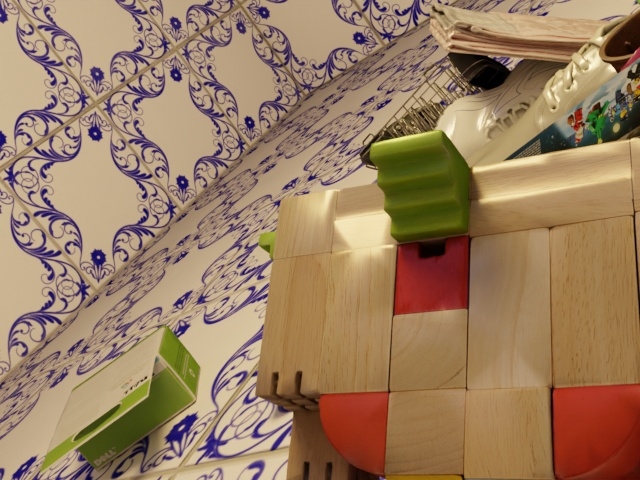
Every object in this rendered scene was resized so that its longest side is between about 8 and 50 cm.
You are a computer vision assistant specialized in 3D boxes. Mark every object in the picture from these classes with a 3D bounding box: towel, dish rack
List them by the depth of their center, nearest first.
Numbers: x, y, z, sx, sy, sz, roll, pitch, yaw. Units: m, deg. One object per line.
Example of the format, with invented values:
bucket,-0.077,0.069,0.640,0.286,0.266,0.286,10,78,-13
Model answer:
towel,0.332,-0.316,1.246,0.317,0.053,0.332,5,20,0
dish rack,0.194,-0.201,1.353,0.271,0.074,0.208,-46,-23,25

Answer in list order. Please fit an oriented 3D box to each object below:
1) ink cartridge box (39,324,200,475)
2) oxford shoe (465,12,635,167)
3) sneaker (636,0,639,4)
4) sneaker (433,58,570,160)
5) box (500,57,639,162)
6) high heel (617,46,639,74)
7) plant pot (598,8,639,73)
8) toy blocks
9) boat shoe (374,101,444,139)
ink cartridge box,-0.279,0.250,1.170,0.189,0.097,0.255,-36,16,4
oxford shoe,0.345,-0.187,1.008,0.449,0.130,0.169,-29,18,32
sneaker,0.538,-0.421,1.176,0.202,0.185,0.482,-34,15,27
sneaker,0.285,-0.189,1.205,0.297,0.111,0.129,-40,19,-12
box,0.234,-0.055,0.536,0.233,0.159,0.044,137,138,-60
high heel,0.195,-0.041,0.781,0.377,0.181,0.127,-24,19,41
plant pot,0.368,-0.145,0.737,0.167,0.165,0.167,-34,15,11
toy blocks,0.106,0.089,0.497,0.382,0.191,0.260,-9,63,29
boat shoe,0.173,-0.213,1.595,0.070,0.077,0.219,-24,17,46
